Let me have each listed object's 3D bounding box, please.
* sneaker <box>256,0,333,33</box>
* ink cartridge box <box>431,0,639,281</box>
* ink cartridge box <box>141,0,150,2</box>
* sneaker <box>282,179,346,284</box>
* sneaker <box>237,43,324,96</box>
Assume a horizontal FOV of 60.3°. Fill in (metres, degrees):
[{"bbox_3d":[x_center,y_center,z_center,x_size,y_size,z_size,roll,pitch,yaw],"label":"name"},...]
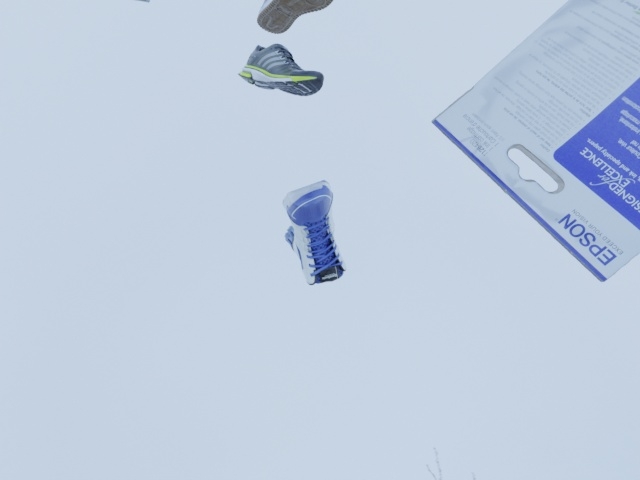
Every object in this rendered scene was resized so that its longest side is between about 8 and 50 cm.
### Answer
[{"bbox_3d":[-0.041,-0.576,1.211,0.099,0.282,0.153,24,-105,-31],"label":"sneaker"},{"bbox_3d":[0.343,-0.149,0.643,0.307,0.072,0.303,-43,-124,12],"label":"ink cartridge box"},{"bbox_3d":[-0.396,-0.716,1.229,0.060,0.275,0.238,-1,-98,-26],"label":"ink cartridge box"},{"bbox_3d":[0.000,0.001,1.328,0.128,0.315,0.182,-22,-112,-13],"label":"sneaker"},{"bbox_3d":[-0.108,-0.485,1.539,0.300,0.111,0.121,22,-85,35],"label":"sneaker"}]
